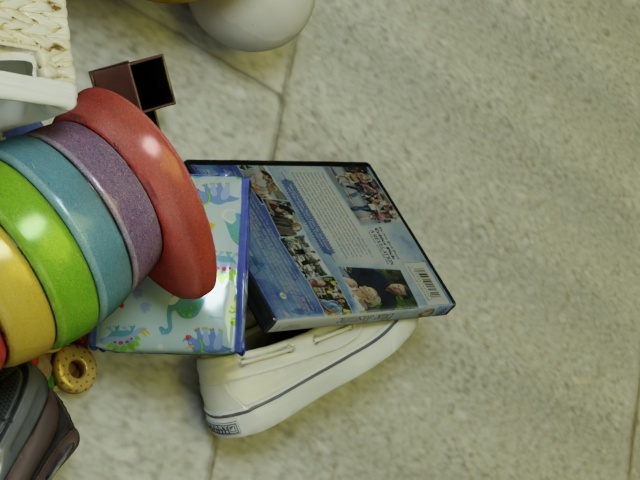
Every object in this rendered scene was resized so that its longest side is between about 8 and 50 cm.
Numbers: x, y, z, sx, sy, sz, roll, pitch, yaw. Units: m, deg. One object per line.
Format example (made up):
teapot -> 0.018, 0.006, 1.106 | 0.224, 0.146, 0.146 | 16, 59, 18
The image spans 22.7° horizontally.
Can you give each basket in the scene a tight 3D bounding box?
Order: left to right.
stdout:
basket -> -0.263, -0.132, 1.118 | 0.113, 0.167, 0.103 | 4, 79, -47

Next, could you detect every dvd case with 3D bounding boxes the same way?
dvd case -> 0.000, 0.000, 1.476 | 0.253, 0.022, 0.180 | -2, 54, -47

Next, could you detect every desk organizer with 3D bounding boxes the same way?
desk organizer -> -0.150, -0.091, 1.371 | 0.047, 0.050, 0.130 | -23, 102, -46

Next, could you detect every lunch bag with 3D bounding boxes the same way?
lunch bag -> -0.122, 0.019, 1.319 | 0.128, 0.096, 0.151 | 1, 86, -2

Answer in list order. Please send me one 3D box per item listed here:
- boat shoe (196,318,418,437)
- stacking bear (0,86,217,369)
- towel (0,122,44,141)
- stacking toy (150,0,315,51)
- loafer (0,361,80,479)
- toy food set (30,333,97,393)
boat shoe -> -0.012, 0.086, 1.471 | 0.267, 0.096, 0.088 | -28, 110, -37
stacking bear -> -0.237, 0.027, 1.144 | 0.289, 0.175, 0.164 | -38, 154, -28
towel -> -0.324, -0.005, 1.192 | 0.243, 0.040, 0.336 | 55, 52, -29
stacking toy -> -0.124, -0.315, 1.296 | 0.480, 0.350, 0.351 | 45, 53, -54
loafer -> -0.262, 0.231, 1.174 | 0.095, 0.109, 0.302 | 51, 48, -35
toy food set -> -0.217, 0.084, 1.299 | 0.082, 0.020, 0.083 | 9, 79, -46
